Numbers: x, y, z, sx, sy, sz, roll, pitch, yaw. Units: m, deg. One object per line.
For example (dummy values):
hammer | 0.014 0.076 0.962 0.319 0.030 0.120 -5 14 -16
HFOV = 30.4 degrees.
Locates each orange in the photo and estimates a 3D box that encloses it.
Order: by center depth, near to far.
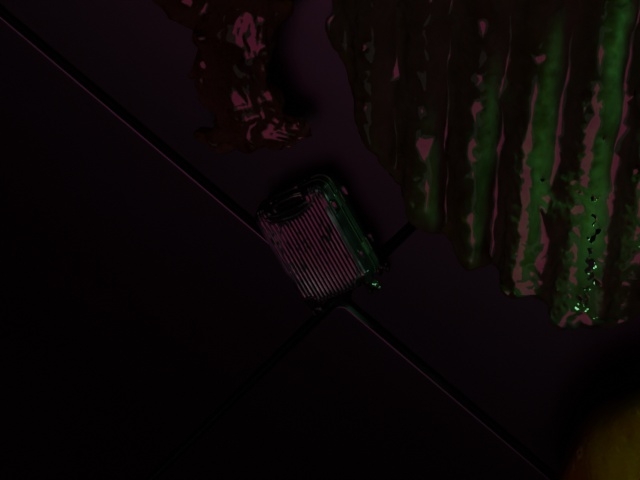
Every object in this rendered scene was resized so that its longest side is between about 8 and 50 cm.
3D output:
orange | 0.332 0.245 1.075 0.249 0.183 0.248 6 119 11

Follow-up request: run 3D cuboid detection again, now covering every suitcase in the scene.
suitcase | 0.000 0.000 1.108 0.086 0.059 0.126 -24 106 22

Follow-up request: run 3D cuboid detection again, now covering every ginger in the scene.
ginger | -0.090 -0.209 1.009 0.122 0.084 0.290 -5 114 24

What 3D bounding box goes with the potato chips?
potato chips | 0.205 -0.117 0.975 0.373 0.097 0.389 -17 108 23
